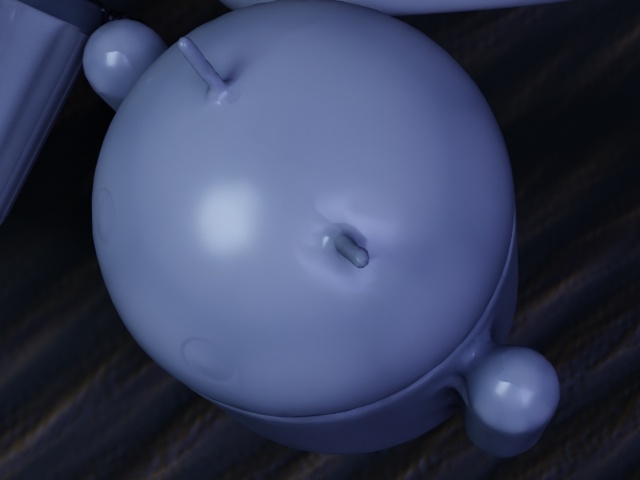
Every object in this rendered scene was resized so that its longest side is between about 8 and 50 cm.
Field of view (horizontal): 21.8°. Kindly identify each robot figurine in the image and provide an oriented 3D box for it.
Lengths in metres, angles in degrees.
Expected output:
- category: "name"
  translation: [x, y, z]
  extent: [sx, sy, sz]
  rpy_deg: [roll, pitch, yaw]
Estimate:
- category: "robot figurine"
  translation: [0.000, 0.000, 0.852]
  extent: [0.300, 0.353, 0.200]
  rpy_deg: [37, 84, 13]

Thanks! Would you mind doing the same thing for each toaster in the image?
- category: "toaster"
  translation: [-0.220, -0.095, 0.877]
  extent: [0.227, 0.129, 0.146]
  rpy_deg: [23, 96, -24]

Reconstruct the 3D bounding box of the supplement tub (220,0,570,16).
- category: "supplement tub"
  translation: [0.042, -0.283, 0.873]
  extent: [0.228, 0.228, 0.316]
  rpy_deg: [-7, 102, -17]
